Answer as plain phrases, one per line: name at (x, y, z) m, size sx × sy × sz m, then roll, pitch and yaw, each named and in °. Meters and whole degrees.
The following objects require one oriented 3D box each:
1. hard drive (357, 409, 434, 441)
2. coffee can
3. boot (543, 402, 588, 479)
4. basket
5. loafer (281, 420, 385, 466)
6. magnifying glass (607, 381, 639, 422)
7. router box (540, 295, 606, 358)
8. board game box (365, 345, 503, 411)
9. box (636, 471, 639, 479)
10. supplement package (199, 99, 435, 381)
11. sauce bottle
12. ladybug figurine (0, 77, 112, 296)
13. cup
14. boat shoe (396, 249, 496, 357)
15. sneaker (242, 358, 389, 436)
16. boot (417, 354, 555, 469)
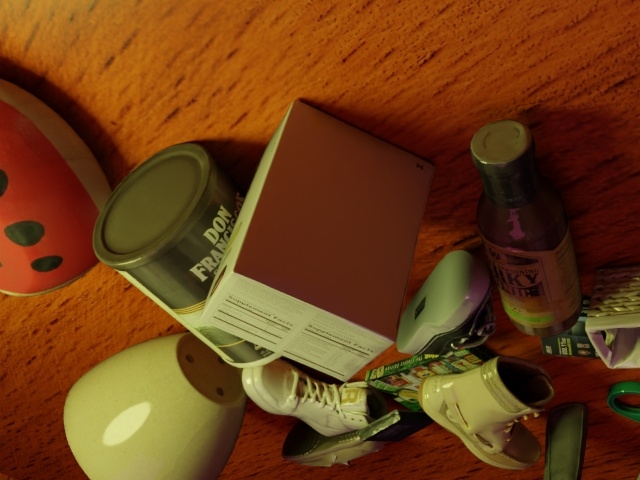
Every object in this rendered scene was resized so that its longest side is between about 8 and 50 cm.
hard drive at (0.143, 0.346, 1.655) m, size 0.094 × 0.022 × 0.135 m, roll -35°, pitch 151°, yaw 24°
coffee can at (-0.151, 0.026, 1.252) m, size 0.201 × 0.201 × 0.275 m, roll -10°, pitch 139°, yaw 34°
boot at (0.405, 0.408, 1.559) m, size 0.076 × 0.208 × 0.189 m, roll 19°, pitch 142°, yaw -22°
basket at (0.451, 0.098, 1.183) m, size 0.167 × 0.103 × 0.113 m, roll -7°, pitch 140°, yaw 33°
loafer at (0.027, 0.424, 1.848) m, size 0.268 × 0.102 × 0.092 m, roll -21°, pitch 125°, yaw 42°
magnifying glass at (0.567, 0.300, 1.504) m, size 0.092 × 0.026 × 0.231 m, roll -19°, pitch 131°, yaw 42°
router box at (0.373, 0.128, 1.319) m, size 0.092 × 0.038 × 0.122 m, roll 2°, pitch 144°, yaw 22°
board game box at (0.212, 0.242, 1.568) m, size 0.136 × 0.030 × 0.260 m, roll 31°, pitch 144°, yaw -25°
box at (0.724, 0.517, 1.718) m, size 0.232 × 0.058 × 0.322 m, roll 7°, pitch 146°, yaw 14°
supplement package at (0.000, 0.000, 1.091) m, size 0.204 × 0.262 × 0.145 m, roll 24°, pitch 146°, yaw -11°
sauce bottle at (0.254, -0.009, 1.109) m, size 0.111 × 0.111 × 0.344 m, roll -1°, pitch 142°, yaw 25°
ladybug figurine at (-0.463, -0.060, 1.299) m, size 0.305 × 0.162 × 0.449 m, roll 10°, pitch 146°, yaw 10°
cup at (-0.269, 0.307, 1.660) m, size 0.331 × 0.331 × 0.237 m, roll 34°, pitch 117°, yaw -25°
boat shoe at (0.203, 0.108, 1.301) m, size 0.105 × 0.113 × 0.306 m, roll 14°, pitch 150°, yaw -7°
sneaker at (0.005, 0.281, 1.656) m, size 0.169 × 0.108 × 0.292 m, roll -17°, pitch 144°, yaw 38°
boot at (0.319, 0.287, 1.476) m, size 0.262 × 0.095 × 0.203 m, roll 38°, pitch 141°, yaw -17°
